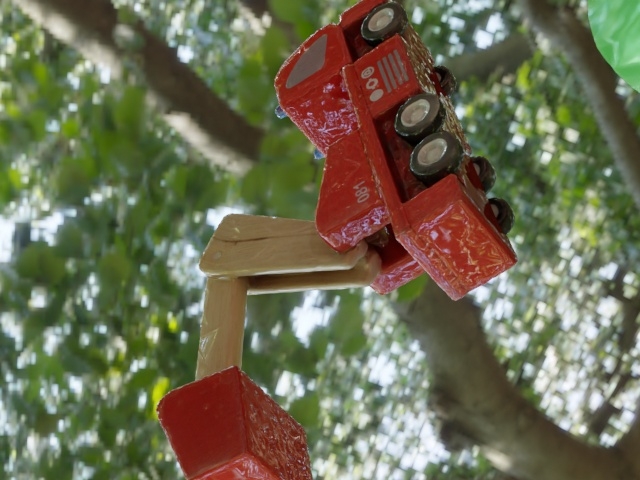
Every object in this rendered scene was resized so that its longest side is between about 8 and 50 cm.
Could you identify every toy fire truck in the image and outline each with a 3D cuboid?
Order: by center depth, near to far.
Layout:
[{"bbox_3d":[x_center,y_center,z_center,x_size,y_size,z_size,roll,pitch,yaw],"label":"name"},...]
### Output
[{"bbox_3d":[0.000,0.000,0.525,0.135,0.047,0.192,-32,-140,14],"label":"toy fire truck"}]

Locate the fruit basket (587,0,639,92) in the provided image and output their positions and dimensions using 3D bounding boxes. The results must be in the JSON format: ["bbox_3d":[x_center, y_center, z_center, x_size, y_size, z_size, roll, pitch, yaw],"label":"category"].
[{"bbox_3d":[0.266,-0.041,0.433,0.392,0.392,0.283,27,-110,11],"label":"fruit basket"}]
